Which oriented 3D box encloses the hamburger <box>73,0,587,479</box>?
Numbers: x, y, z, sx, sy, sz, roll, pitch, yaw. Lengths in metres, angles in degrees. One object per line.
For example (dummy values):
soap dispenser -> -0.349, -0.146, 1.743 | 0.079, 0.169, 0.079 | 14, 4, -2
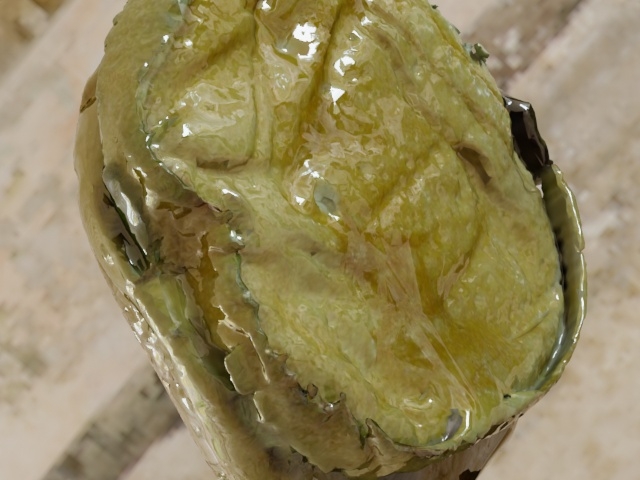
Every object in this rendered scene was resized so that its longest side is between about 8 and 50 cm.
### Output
hamburger -> 0.001, -0.002, 0.826 | 0.134, 0.285, 0.265 | -22, 10, 45
